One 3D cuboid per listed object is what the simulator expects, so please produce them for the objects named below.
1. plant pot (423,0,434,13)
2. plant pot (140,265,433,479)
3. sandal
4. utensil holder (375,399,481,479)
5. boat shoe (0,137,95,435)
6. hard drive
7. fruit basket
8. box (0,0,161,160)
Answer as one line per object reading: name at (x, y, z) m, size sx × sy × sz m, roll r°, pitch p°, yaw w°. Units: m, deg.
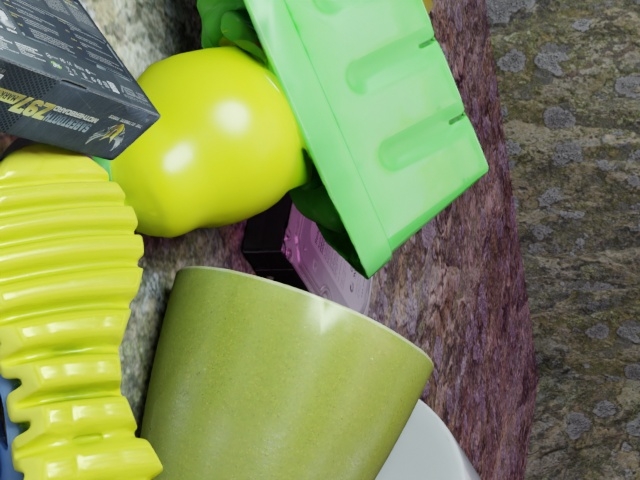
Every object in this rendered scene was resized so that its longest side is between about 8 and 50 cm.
plant pot at (-0.012, -0.304, 1.247) m, size 0.187 × 0.212 × 0.212 m, roll 65°, pitch 29°, yaw -24°
plant pot at (-0.065, 0.214, 1.011) m, size 0.293 × 0.275 × 0.275 m, roll -70°, pitch 154°, yaw -16°
sandal at (-0.194, 0.086, 0.723) m, size 0.126 × 0.138 × 0.317 m, roll 6°, pitch 68°, yaw -36°
utensil holder at (0.070, 0.378, 1.232) m, size 0.385 × 0.328 × 0.327 m, roll 61°, pitch 34°, yaw -50°
boat shoe at (-0.209, 0.047, 0.827) m, size 0.088 × 0.096 × 0.267 m, roll 178°, pitch -94°, yaw -81°
hard drive at (0.000, 0.000, 1.439) m, size 0.339 × 0.064 × 0.236 m, roll 59°, pitch 35°, yaw -52°
fruit basket at (-0.060, -0.127, 1.031) m, size 0.283 × 0.392 × 0.392 m, roll -136°, pitch -140°, yaw -74°
box at (-0.226, -0.152, 0.693) m, size 0.183 × 0.059 × 0.233 m, roll 54°, pitch 13°, yaw 15°
